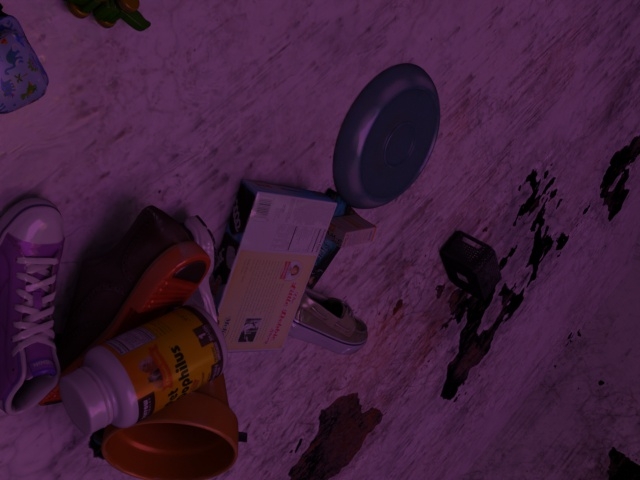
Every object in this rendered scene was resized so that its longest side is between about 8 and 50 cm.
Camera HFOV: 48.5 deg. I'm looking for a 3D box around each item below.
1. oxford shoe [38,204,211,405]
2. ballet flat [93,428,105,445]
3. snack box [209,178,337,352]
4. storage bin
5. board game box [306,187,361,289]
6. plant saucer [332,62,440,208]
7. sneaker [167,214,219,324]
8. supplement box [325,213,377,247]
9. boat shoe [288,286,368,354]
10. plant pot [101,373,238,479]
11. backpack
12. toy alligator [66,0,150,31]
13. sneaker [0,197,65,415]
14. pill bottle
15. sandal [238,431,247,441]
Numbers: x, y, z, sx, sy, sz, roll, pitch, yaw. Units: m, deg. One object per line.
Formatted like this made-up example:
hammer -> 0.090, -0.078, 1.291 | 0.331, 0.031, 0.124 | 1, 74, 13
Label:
oxford shoe -> -0.317, 0.105, 1.067 | 0.364, 0.133, 0.130 | -46, 161, 13
ballet flat -> -0.294, 0.304, 1.270 | 0.280, 0.095, 0.096 | 21, 89, -65
snack box -> -0.105, 0.056, 1.305 | 0.187, 0.060, 0.322 | 6, 111, -42
storage bin -> 0.404, 0.069, 1.906 | 0.084, 0.122, 0.180 | -49, 144, -14
board game box -> 0.000, 0.000, 1.441 | 0.186, 0.026, 0.126 | -55, 145, -4
plant saucer -> 0.151, -0.202, 1.459 | 0.317, 0.043, 0.318 | -30, 136, -34
sneaker -> -0.232, 0.086, 1.178 | 0.107, 0.100, 0.272 | -17, 126, -25
supplement box -> 0.056, -0.020, 1.416 | 0.098, 0.062, 0.036 | -10, 125, -46
boat shoe -> 0.024, 0.172, 1.520 | 0.094, 0.109, 0.302 | -47, 146, 16
plant pot -> -0.230, 0.255, 1.137 | 0.205, 0.188, 0.205 | -1, 137, -1
backpack -> -0.373, -0.189, 0.789 | 0.114, 0.084, 0.105 | -37, 138, -23
toy alligator -> -0.282, -0.302, 0.847 | 0.189, 0.056, 0.051 | 9, 67, -52
sneaker -> -0.376, 0.096, 0.939 | 0.102, 0.161, 0.282 | 2, 113, -50
pill bottle -> -0.242, 0.178, 0.981 | 0.215, 0.117, 0.117 | -25, 134, -40
sandal -> -0.257, 0.410, 1.379 | 0.254, 0.097, 0.055 | -1, 84, -41
